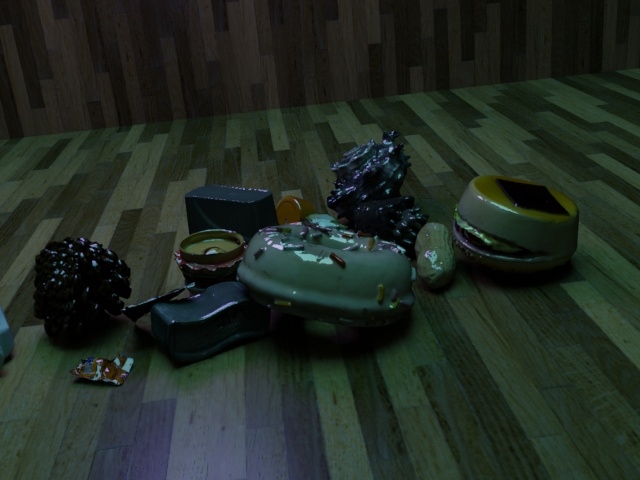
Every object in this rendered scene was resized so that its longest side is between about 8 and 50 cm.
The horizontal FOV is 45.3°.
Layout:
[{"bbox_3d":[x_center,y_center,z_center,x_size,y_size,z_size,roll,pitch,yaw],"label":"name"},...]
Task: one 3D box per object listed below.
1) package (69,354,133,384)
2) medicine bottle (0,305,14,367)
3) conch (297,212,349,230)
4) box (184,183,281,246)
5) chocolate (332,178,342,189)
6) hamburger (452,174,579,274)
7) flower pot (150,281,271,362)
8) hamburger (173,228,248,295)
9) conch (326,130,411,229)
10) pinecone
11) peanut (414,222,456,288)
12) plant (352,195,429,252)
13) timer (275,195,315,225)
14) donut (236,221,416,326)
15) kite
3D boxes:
[{"bbox_3d":[-0.422,0.245,1.479,0.110,0.033,0.077,4,14,10],"label":"package"},{"bbox_3d":[-0.702,0.203,1.582,0.121,0.083,0.229,-18,24,-25],"label":"medicine bottle"},{"bbox_3d":[0.001,0.003,1.848,0.187,0.124,0.181,0,15,40],"label":"conch"},{"bbox_3d":[-0.214,-0.035,1.928,0.274,0.178,0.138,6,25,29],"label":"box"},{"bbox_3d":[0.106,-0.171,2.290,0.133,0.156,0.156,-39,32,-13],"label":"chocolate"},{"bbox_3d":[0.437,-0.031,1.745,0.300,0.176,0.300,9,23,-4],"label":"hamburger"},{"bbox_3d":[-0.218,0.161,1.545,0.229,0.103,0.108,-15,24,-25],"label":"flower pot"},{"bbox_3d":[-0.245,0.063,1.746,0.175,0.137,0.175,0,23,0],"label":"hamburger"},{"bbox_3d":[0.121,-0.179,2.113,0.240,0.186,0.313,8,62,32],"label":"conch"},{"bbox_3d":[-0.503,0.097,1.640,0.221,0.222,0.221,-5,22,2],"label":"pinecone"},{"bbox_3d":[0.259,0.035,1.747,0.090,0.098,0.214,38,24,-13],"label":"peanut"},{"bbox_3d":[0.186,-0.042,1.911,0.194,0.129,0.132,8,26,38],"label":"plant"},{"bbox_3d":[-0.030,-0.046,2.022,0.152,0.132,0.132,4,13,-37],"label":"timer"},{"bbox_3d":[0.021,0.057,1.569,0.382,0.143,0.383,10,12,-2],"label":"donut"},{"bbox_3d":[-0.344,0.133,1.582,0.232,0.009,0.189,-29,-13,34],"label":"kite"}]
